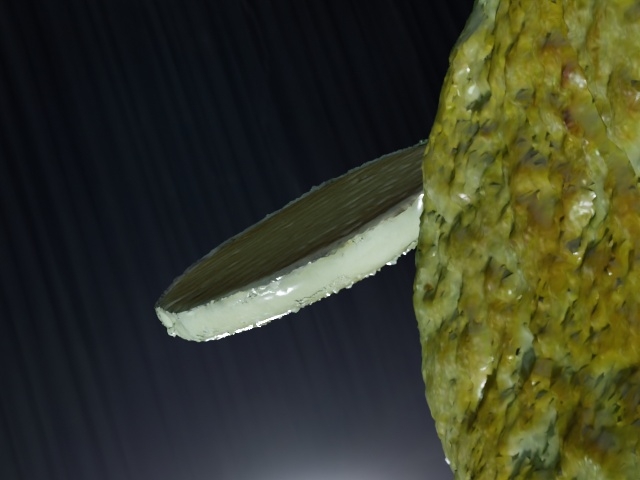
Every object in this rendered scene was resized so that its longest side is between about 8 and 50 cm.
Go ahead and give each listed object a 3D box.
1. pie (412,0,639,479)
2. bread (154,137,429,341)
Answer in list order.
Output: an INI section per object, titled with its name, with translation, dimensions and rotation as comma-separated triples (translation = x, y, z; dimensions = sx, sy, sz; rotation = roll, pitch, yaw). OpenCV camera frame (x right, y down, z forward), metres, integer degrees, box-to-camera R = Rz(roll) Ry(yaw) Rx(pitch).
[pie]
translation = 0.106, -0.004, 0.368
dimensions = 0.079, 0.276, 0.277
rotation = 5, 158, -22
[bread]
translation = 0.000, 0.000, 0.934
dimensions = 0.267, 0.040, 0.267
rotation = -27, -169, 6
